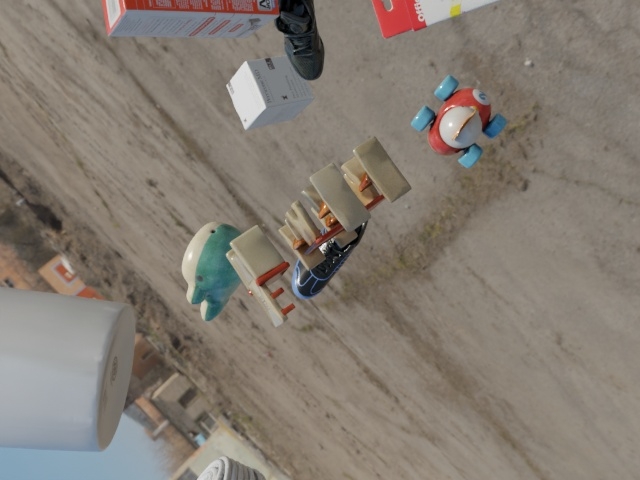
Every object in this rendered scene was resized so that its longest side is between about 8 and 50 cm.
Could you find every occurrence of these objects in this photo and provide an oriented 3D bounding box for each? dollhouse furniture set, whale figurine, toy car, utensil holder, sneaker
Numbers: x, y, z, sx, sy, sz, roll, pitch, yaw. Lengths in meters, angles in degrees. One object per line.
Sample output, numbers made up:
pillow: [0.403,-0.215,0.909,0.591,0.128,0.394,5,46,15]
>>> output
dollhouse furniture set: [0.000,0.000,0.851,0.135,0.259,0.262,54,160,4]
whale figurine: [-0.239,0.086,1.362,0.141,0.216,0.271,17,130,13]
toy car: [0.397,-0.330,1.544,0.219,0.210,0.238,37,-171,-3]
utensil holder: [-0.608,0.255,1.140,0.386,0.327,0.327,7,159,-7]
sneaker: [0.020,0.019,1.150,0.081,0.232,0.090,32,172,-10]
sneaker: [-0.044,-0.411,1.121,0.087,0.130,0.227,1,134,8]

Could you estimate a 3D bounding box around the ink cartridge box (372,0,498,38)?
ink cartridge box: [0.194,-0.416,0.867,0.231,0.078,0.134,-12,112,23]

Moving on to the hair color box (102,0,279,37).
hair color box: [-0.141,-0.258,0.609,0.093,0.167,0.053,4,102,59]

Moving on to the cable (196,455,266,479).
cable: [-0.166,0.422,0.749,0.089,0.257,0.257,33,141,-6]

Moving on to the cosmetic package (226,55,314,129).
cosmetic package: [-0.149,-0.441,1.661,0.151,0.184,0.151,-27,86,55]
